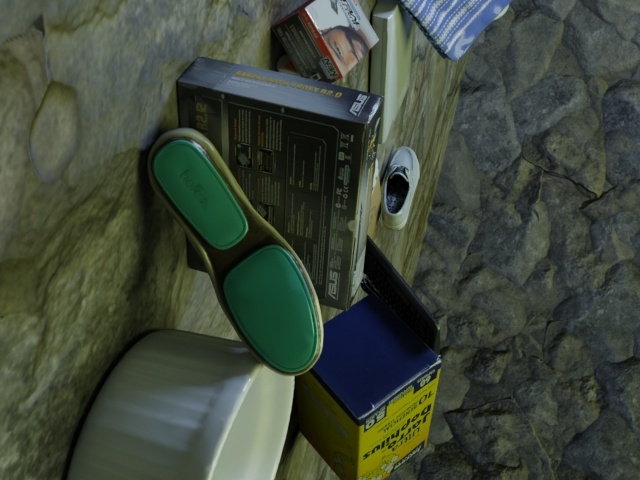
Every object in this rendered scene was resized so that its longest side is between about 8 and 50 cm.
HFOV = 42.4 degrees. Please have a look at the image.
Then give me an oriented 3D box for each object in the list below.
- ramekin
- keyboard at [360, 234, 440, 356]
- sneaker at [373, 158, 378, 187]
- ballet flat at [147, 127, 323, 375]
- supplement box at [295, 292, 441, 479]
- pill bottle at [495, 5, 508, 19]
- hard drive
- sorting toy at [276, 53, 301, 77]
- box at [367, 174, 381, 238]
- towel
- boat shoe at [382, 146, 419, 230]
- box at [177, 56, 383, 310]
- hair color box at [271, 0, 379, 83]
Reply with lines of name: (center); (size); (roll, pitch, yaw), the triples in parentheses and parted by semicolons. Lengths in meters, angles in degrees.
ramekin: (-0.134, 0.221, 0.818); (0.277, 0.135, 0.277); (15, 90, -77)
keyboard: (0.129, 0.102, 1.578); (0.033, 0.317, 0.201); (-28, 146, -12)
sneaker: (0.016, -0.105, 1.199); (0.279, 0.107, 0.118); (-62, 157, -48)
ballet flat: (-0.074, 0.008, 0.759); (0.248, 0.086, 0.086); (62, 23, -9)
supplement box: (0.085, 0.307, 1.589); (0.194, 0.195, 0.356); (-32, 147, -21)
pill bottle: (0.298, -0.633, 1.566); (0.224, 0.224, 0.392); (-64, 162, -44)
hard drive: (0.139, -0.365, 1.594); (0.307, 0.040, 0.203); (87, 21, -52)
sorting toy: (-0.030, -0.210, 1.042); (0.083, 0.045, 0.075); (87, 2, -54)
box: (0.097, -0.023, 1.838); (0.164, 0.021, 0.201); (81, 27, -61)
towel: (0.254, -0.472, 1.457); (0.243, 0.040, 0.336); (-45, 149, 11)
boat shoe: (0.189, -0.136, 1.937); (0.081, 0.079, 0.227); (84, 16, -62)
box: (-0.042, -0.050, 0.811); (0.056, 0.183, 0.231); (-60, 160, -48)
hair color box: (0.011, -0.255, 1.018); (0.093, 0.053, 0.167); (59, 31, -17)
